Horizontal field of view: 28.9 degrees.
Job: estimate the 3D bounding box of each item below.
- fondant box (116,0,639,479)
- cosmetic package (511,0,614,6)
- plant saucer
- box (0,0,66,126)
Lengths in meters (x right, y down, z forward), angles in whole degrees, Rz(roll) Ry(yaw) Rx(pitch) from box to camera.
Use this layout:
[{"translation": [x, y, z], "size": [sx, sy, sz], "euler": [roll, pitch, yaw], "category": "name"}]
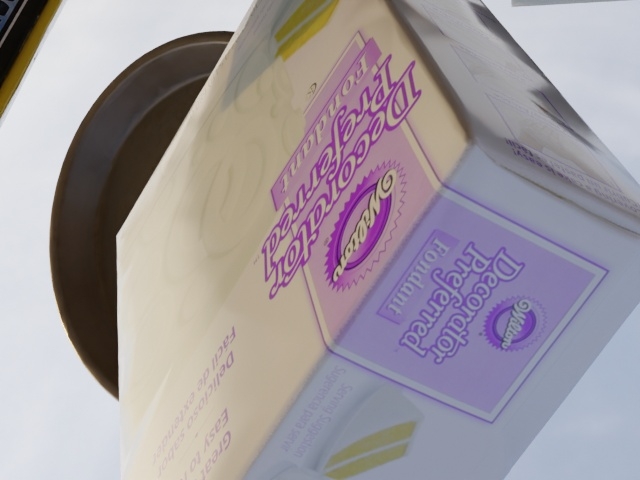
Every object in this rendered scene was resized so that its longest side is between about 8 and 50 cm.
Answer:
[{"translation": [0.000, 0.000, 0.573], "size": [0.238, 0.096, 0.330], "euler": [-57, -156, 20], "category": "fondant box"}, {"translation": [0.383, -0.396, 1.554], "size": [0.296, 0.153, 0.129], "euler": [-1, -128, 10], "category": "cosmetic package"}, {"translation": [-0.079, -0.008, 0.874], "size": [0.278, 0.278, 0.041], "euler": [-4, 172, 33], "category": "plant saucer"}, {"translation": [-0.304, -0.206, 0.740], "size": [0.079, 0.322, 0.257], "euler": [-45, -158, 57], "category": "box"}]
